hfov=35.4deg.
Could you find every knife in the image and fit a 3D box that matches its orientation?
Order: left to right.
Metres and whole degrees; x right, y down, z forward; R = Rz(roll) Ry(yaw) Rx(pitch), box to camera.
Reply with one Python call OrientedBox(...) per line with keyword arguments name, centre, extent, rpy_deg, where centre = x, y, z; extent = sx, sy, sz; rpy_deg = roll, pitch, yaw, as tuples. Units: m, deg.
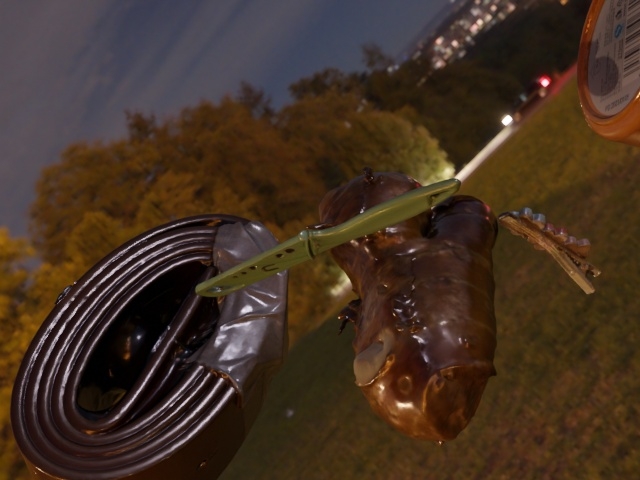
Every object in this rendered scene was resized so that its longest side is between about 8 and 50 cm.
OrientedBox(name="knife", centre=(0.000, 0.000, 0.662), extent=(0.207, 0.014, 0.030), rpy_deg=(-24, -32, 26))

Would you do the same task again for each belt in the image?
OrientedBox(name="belt", centre=(-0.154, 0.118, 0.984), extent=(0.339, 0.217, 0.122), rpy_deg=(-56, -22, -37))

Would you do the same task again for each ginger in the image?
OrientedBox(name="ginger", centre=(0.095, 0.058, 1.195), extent=(0.418, 0.254, 0.176), rpy_deg=(-80, 11, -50))

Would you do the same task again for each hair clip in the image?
OrientedBox(name="hair clip", centre=(0.340, 0.002, 1.461), extent=(0.062, 0.214, 0.056), rpy_deg=(-26, 37, 46))

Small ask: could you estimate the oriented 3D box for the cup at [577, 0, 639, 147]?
OrientedBox(name="cup", centre=(0.315, -0.096, 0.629), extent=(0.226, 0.264, 0.182), rpy_deg=(-100, 21, -59))
